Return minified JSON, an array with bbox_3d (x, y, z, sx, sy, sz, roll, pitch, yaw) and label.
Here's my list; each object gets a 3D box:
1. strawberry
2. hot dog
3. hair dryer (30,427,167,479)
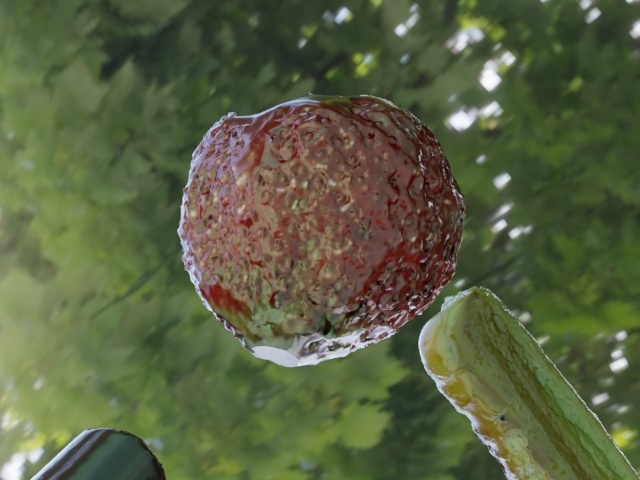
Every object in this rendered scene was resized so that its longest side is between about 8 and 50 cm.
[{"bbox_3d":[0.000,0.000,0.681,0.106,0.106,0.106,5,-107,-16],"label":"strawberry"},{"bbox_3d":[0.120,0.115,0.980,0.216,0.047,0.066,52,-133,-10],"label":"hot dog"},{"bbox_3d":[-0.274,0.154,0.905,0.340,0.123,0.312,25,-131,12],"label":"hair dryer"}]
